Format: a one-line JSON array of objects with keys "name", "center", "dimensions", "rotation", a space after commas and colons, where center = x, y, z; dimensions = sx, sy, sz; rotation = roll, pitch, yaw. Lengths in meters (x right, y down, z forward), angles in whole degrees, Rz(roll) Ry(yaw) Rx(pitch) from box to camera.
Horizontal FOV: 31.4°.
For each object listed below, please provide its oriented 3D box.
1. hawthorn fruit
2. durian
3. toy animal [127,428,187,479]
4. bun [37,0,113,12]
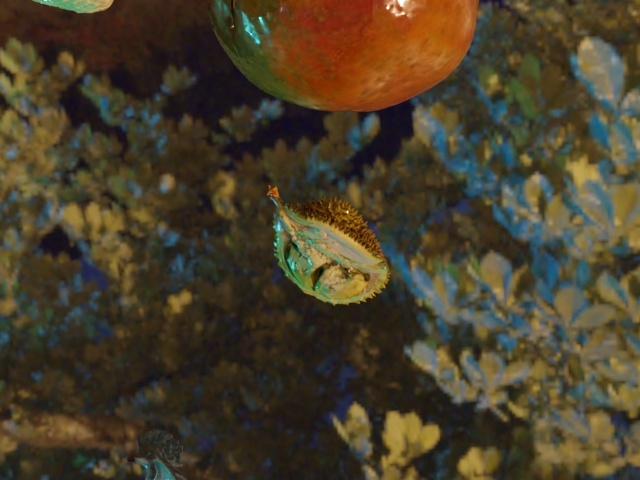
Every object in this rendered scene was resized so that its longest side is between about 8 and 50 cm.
[{"name": "hawthorn fruit", "center": [0.052, -0.351, 1.612], "dimensions": [0.403, 0.403, 0.403], "rotation": [-7, -161, 2]}, {"name": "durian", "center": [0.000, 0.000, 1.557], "dimensions": [0.146, 0.208, 0.102], "rotation": [-42, -171, 35]}, {"name": "toy animal", "center": [-0.220, 0.400, 1.704], "dimensions": [0.255, 0.239, 0.176], "rotation": [35, -117, 21]}, {"name": "bun", "center": [-0.323, -0.348, 1.278], "dimensions": [0.220, 0.134, 0.220], "rotation": [19, 177, 1]}]
